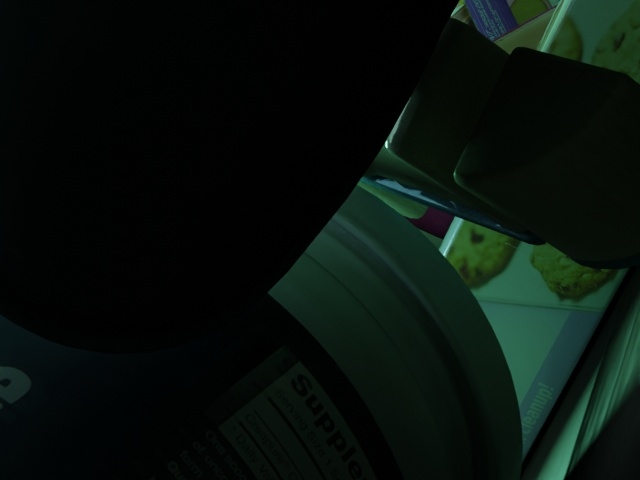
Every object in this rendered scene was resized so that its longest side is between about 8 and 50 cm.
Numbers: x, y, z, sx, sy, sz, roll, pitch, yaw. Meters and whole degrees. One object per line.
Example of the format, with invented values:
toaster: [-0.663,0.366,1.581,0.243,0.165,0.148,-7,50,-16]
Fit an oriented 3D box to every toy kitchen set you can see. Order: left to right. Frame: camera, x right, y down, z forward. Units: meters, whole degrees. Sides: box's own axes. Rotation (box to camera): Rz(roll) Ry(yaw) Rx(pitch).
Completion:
toy kitchen set: [0.067,-0.085,0.567,0.122,0.207,0.166,30,-94,-44]

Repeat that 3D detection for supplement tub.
supplement tub: [-0.079,0.101,0.525,0.272,0.191,0.191,-36,-23,-47]

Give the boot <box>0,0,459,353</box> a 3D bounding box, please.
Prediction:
boot: [0.052,-0.147,0.278,0.367,0.146,0.445,-67,15,-7]

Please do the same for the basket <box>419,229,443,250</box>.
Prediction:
basket: [0.000,0.000,0.906,0.254,0.201,0.289,-62,8,-5]

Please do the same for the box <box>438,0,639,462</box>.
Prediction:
box: [0.089,-0.018,0.666,0.324,0.067,0.063,-65,-2,26]

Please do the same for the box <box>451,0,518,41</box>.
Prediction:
box: [0.015,-0.018,1.098,0.293,0.057,0.201,-46,39,25]

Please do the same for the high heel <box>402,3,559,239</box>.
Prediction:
high heel: [0.102,-0.104,0.710,0.082,0.117,0.244,-58,-7,-66]

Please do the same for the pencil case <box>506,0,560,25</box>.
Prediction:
pencil case: [0.190,-0.297,1.186,0.386,0.167,0.160,-64,19,7]
